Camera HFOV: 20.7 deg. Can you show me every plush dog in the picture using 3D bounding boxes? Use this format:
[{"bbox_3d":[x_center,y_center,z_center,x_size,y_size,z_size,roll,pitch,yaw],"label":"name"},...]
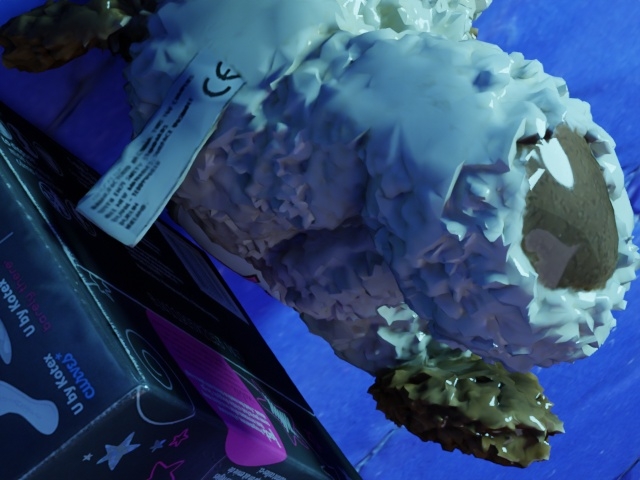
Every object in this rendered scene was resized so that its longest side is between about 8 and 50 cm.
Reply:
[{"bbox_3d":[0.016,-0.033,0.673,0.210,0.262,0.225,-11,146,14],"label":"plush dog"}]

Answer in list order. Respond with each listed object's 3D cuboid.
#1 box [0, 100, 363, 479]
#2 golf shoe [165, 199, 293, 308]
[{"bbox_3d":[-0.108,0.065,0.672,0.142,0.163,0.247,-39,154,4],"label":"box"},{"bbox_3d":[0.000,0.000,0.805,0.067,0.086,0.186,-47,151,12],"label":"golf shoe"}]
